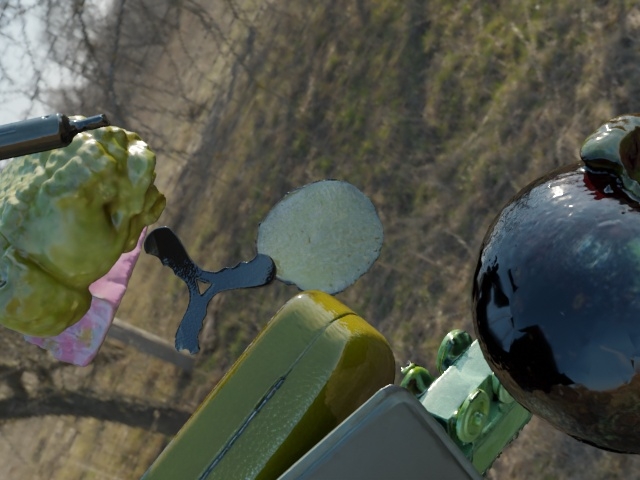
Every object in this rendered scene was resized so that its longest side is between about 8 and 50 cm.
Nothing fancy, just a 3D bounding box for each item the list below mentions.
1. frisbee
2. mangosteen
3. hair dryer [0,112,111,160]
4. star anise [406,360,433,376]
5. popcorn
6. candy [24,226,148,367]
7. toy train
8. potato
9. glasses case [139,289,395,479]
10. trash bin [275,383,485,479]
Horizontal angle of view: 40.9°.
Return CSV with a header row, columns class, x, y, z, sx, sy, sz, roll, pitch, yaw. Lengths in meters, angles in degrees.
class,x,y,z,sx,sy,sz,roll,pitch,yaw
frisbee,-0.188,0.083,1.319,0.012,0.211,0.187,-15,-55,-84
mangosteen,0.269,0.038,0.733,0.288,0.288,0.288,-55,18,27
hair dryer,-0.330,-0.102,0.858,0.196,0.248,0.078,-105,6,-58
star anise,0.280,0.326,1.772,0.073,0.233,0.177,-156,67,-71
popcorn,-0.337,-0.029,1.109,0.225,0.173,0.286,23,80,50
candy,-0.359,0.050,1.348,0.265,0.115,0.155,-84,20,-53
toy train,0.243,0.275,1.434,0.159,0.188,0.271,17,40,38
potato,0.000,0.000,1.421,0.202,0.182,0.117,-37,-3,-2
glasses case,-0.060,0.238,0.917,0.371,0.141,0.173,-50,-26,-6
trash bin,0.016,0.229,0.716,0.164,0.122,0.240,-37,-8,-19
